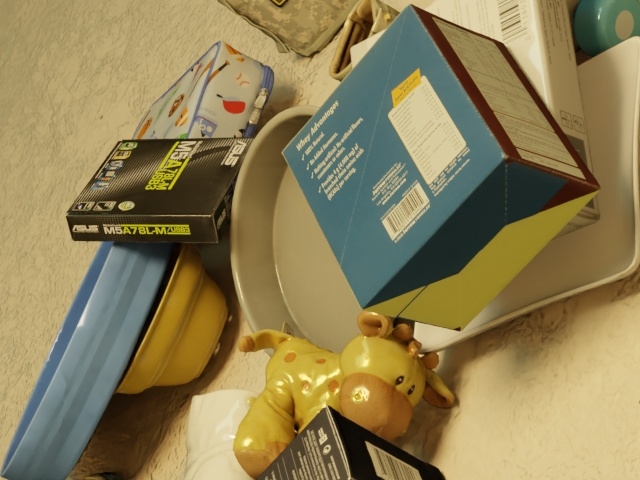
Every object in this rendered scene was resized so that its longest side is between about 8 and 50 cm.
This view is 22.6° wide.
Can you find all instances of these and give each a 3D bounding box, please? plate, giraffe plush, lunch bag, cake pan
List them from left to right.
[{"bbox_3d":[-0.173,-0.130,2.158,0.303,0.115,0.243,-29,37,57],"label":"lunch bag"},{"bbox_3d":[-0.036,-0.414,2.130,0.287,0.235,0.169,-61,29,-6],"label":"lunch bag"},{"bbox_3d":[0.000,0.000,1.743,0.293,0.054,0.293,4,95,54],"label":"cake pan"},{"bbox_3d":[0.032,0.154,1.563,0.170,0.181,0.210,-20,62,32],"label":"giraffe plush"},{"bbox_3d":[0.214,-0.035,1.576,0.277,0.045,0.278,-26,43,40],"label":"plate"}]

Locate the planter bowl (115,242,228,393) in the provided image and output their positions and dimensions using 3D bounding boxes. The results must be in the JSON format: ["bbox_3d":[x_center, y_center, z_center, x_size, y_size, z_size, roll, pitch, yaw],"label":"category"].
[{"bbox_3d":[-0.172,0.107,1.955,0.217,0.090,0.217,-61,10,19],"label":"planter bowl"}]

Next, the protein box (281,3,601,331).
[{"bbox_3d":[0.103,-0.064,1.453,0.200,0.136,0.201,-48,49,27],"label":"protein box"}]

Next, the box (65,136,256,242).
[{"bbox_3d":[-0.182,-0.062,1.904,0.184,0.045,0.191,-1,31,18],"label":"box"}]

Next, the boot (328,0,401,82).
[{"bbox_3d":[0.119,-0.236,1.794,0.213,0.165,0.077,-58,30,2],"label":"boot"}]

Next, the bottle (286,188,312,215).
[{"bbox_3d":[0.017,-0.063,1.852,0.283,0.092,0.118,-4,71,55],"label":"bottle"}]

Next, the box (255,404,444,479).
[{"bbox_3d":[0.005,0.281,1.481,0.207,0.153,0.108,-47,31,17],"label":"box"}]

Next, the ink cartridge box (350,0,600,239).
[{"bbox_3d":[0.144,-0.110,1.568,0.239,0.060,0.275,-25,61,41],"label":"ink cartridge box"}]

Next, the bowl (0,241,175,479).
[{"bbox_3d":[-0.286,0.129,2.012,0.391,0.077,0.391,-62,10,18],"label":"bowl"}]

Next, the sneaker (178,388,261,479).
[{"bbox_3d":[-0.113,0.259,1.678,0.292,0.108,0.169,130,154,-54],"label":"sneaker"}]

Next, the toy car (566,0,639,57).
[{"bbox_3d":[0.271,-0.324,1.688,0.238,0.210,0.219,-39,34,-28],"label":"toy car"}]

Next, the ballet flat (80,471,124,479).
[{"bbox_3d":[-0.264,0.314,1.948,0.188,0.070,0.070,12,72,59],"label":"ballet flat"}]
